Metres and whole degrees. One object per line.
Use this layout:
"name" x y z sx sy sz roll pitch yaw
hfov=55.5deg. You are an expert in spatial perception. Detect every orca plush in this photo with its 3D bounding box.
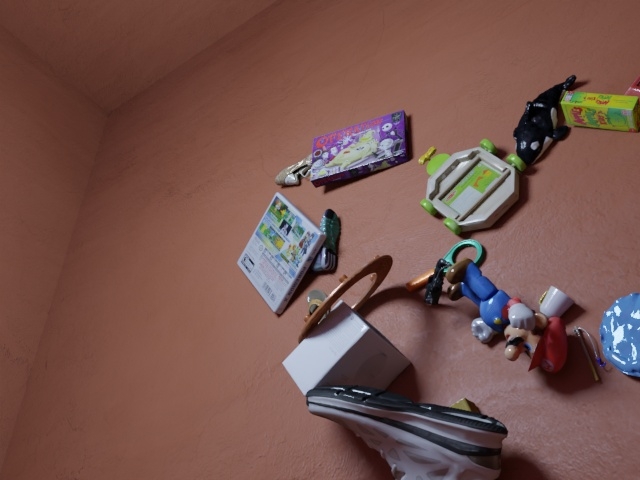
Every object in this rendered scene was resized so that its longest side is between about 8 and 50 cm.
"orca plush" 0.616 -0.355 1.690 0.287 0.102 0.151 -51 41 -4

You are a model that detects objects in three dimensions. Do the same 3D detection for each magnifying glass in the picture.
"magnifying glass" 0.336 0.074 1.654 0.230 0.026 0.092 -33 43 18

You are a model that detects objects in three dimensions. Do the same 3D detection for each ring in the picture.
"ring" 0.063 0.156 1.613 0.336 0.336 0.032 -45 71 3

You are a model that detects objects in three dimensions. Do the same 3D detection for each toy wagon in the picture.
"toy wagon" 0.411 -0.171 1.749 0.267 0.068 0.344 -45 40 3

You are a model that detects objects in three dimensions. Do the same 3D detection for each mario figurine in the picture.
"mario figurine" 0.403 0.187 1.374 0.320 0.198 0.170 42 109 35

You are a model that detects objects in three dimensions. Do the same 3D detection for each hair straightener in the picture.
"hair straightener" 0.295 0.117 1.526 0.047 0.230 0.089 13 65 3

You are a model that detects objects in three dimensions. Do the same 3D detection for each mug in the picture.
"mug" 0.541 0.149 1.407 0.062 0.078 0.064 36 94 17

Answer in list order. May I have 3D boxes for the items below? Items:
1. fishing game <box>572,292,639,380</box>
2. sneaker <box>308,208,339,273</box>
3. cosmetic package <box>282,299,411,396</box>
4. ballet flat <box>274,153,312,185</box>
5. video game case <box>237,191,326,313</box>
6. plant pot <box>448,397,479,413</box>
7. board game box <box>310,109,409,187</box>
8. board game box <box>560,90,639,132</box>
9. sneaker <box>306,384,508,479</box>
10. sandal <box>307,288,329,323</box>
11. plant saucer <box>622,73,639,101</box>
"fishing game" 0.675 0.195 1.261 0.264 0.041 0.189 -36 41 25
"sneaker" 0.000 0.000 1.959 0.098 0.083 0.224 -20 48 34
"cosmetic package" 0.067 0.312 1.546 0.225 0.224 0.138 -47 41 -1
"ballet flat" -0.079 -0.248 2.228 0.206 0.073 0.067 -33 51 20
"video game case" -0.138 0.034 2.025 0.300 0.036 0.329 -60 39 11
"plant pot" 0.322 0.415 1.363 0.081 0.081 0.083 -36 55 13
"board game box" 0.132 -0.313 2.081 0.346 0.056 0.208 -15 46 22
"board game box" 0.727 -0.334 1.575 0.181 0.092 0.043 18 72 41
"sneaker" 0.154 0.469 1.303 0.447 0.169 0.258 8 87 26
"sandal" -0.010 0.214 1.821 0.072 0.049 0.180 -28 45 21
"plant saucer" 0.929 -0.421 1.518 0.259 0.047 0.258 -50 41 -2
